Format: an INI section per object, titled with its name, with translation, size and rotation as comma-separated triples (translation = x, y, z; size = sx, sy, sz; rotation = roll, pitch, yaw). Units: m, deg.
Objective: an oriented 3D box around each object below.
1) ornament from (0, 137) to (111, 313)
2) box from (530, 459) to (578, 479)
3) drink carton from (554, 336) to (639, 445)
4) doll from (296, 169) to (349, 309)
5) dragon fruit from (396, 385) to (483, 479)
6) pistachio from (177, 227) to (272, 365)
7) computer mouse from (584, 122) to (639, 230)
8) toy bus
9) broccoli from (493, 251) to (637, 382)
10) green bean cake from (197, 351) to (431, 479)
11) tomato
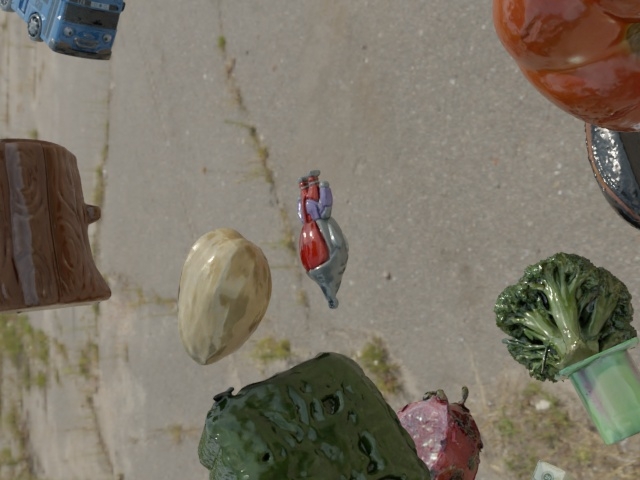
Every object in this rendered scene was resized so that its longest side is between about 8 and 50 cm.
[ornament]
translation = -0.413, -0.011, 0.978
size = 0.221, 0.235, 0.218
rotation = 16, -113, -79
[box]
translation = 0.479, 0.622, 1.579
size = 0.069, 0.164, 0.257
rotation = 15, 72, 46
[drink carton]
translation = 0.499, 0.263, 1.254
size = 0.142, 0.146, 0.144
rotation = 65, -174, 20
[doll]
translation = 0.000, 0.000, 1.202
size = 0.102, 0.075, 0.228
rotation = -29, 71, 56
[dragon fruit]
translation = 0.239, 0.436, 1.611
size = 0.211, 0.147, 0.282
rotation = -16, 53, 60
[pistachio]
translation = -0.164, 0.095, 1.229
size = 0.157, 0.157, 0.230
rotation = 33, 107, 55
[computer mouse]
translation = 0.611, -0.157, 1.462
size = 0.116, 0.182, 0.323
rotation = -37, 55, 51
[toy bus]
translation = -0.429, -0.401, 1.208
size = 0.234, 0.116, 0.134
rotation = 43, 118, 29
[broccoli]
translation = 0.534, 0.189, 1.631
size = 0.304, 0.321, 0.283
rotation = -44, 17, 24
[green bean cake]
translation = -0.011, 0.297, 0.995
size = 0.247, 0.249, 0.156
rotation = 56, 148, 22
[tomato]
translation = 0.259, -0.201, 0.564
size = 0.260, 0.259, 0.180
rotation = -32, 33, 56
